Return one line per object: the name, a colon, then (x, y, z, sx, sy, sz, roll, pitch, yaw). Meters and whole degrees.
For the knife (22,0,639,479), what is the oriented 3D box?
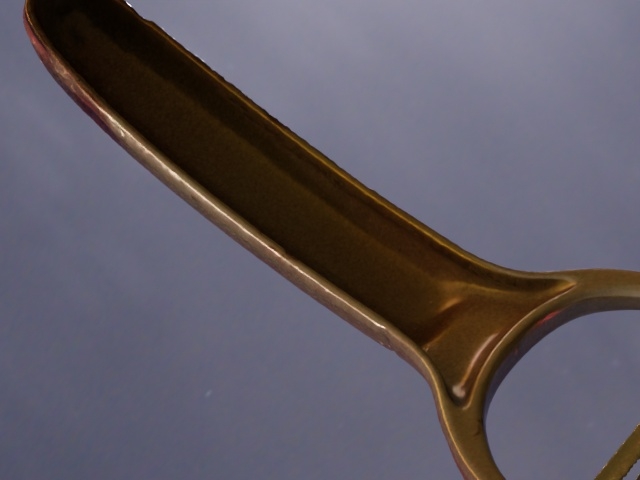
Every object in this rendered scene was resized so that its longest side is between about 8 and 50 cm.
knife: (0.000, 0.001, 0.613, 0.278, 0.053, 0.123, 34, -124, 21)
